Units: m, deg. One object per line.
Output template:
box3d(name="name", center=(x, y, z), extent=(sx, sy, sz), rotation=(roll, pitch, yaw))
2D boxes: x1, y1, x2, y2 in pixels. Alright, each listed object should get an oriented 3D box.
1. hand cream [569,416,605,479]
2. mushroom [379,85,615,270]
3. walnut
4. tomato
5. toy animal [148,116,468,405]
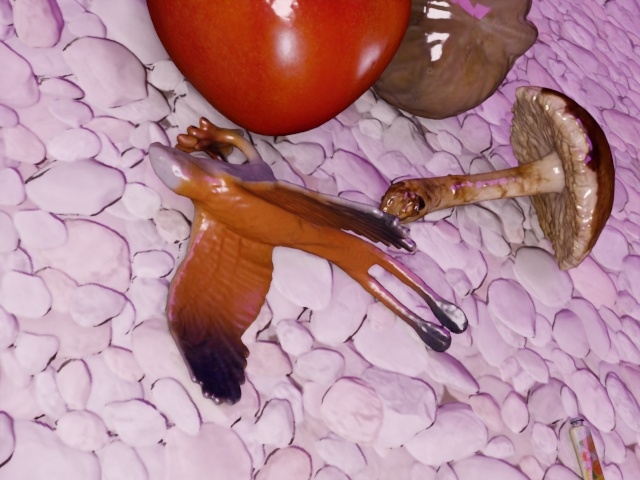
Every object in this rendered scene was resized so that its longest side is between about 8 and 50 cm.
box3d(name="hand cream", center=(0.294, 0.244, 0.925), extent=(0.035, 0.022, 0.102), rotation=(12, 56, -36))
box3d(name="mushroom", center=(0.219, -0.096, 1.041), extent=(0.301, 0.208, 0.233), rotation=(17, 7, -13))
box3d(name="walnut", center=(0.150, -0.275, 1.051), extent=(0.248, 0.248, 0.248), rotation=(20, 48, -24))
box3d(name="tomato", center=(-0.047, -0.237, 0.883), extent=(0.298, 0.226, 0.299), rotation=(19, 32, -12))
box3d(name="toy animal", center=(-0.015, -0.017, 0.825), extent=(0.302, 0.225, 0.284), rotation=(52, 23, 25))
